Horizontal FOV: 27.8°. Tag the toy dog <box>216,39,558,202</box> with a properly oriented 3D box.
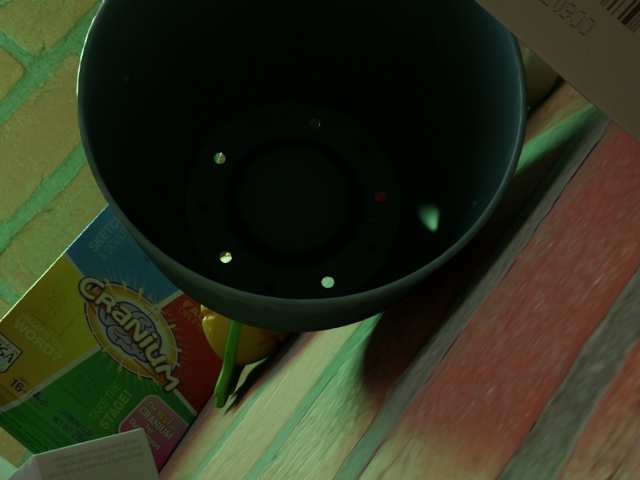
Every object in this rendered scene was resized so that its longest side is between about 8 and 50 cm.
[{"bbox_3d":[0.075,-0.138,1.177,0.334,0.220,0.161,-34,37,36],"label":"toy dog"}]

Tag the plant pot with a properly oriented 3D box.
[{"bbox_3d":[-0.015,-0.064,0.949,0.293,0.293,0.235,-51,-9,-15],"label":"plant pot"}]

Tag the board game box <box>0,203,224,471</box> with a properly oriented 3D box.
[{"bbox_3d":[-0.238,0.126,1.493,0.064,0.242,0.316,-42,10,41],"label":"board game box"}]

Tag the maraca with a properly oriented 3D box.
[{"bbox_3d":[-0.075,0.080,1.318,0.127,0.099,0.185,-42,-31,-73],"label":"maraca"}]

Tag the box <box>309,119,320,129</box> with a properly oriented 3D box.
[{"bbox_3d":[0.061,-0.129,1.404,0.225,0.136,0.036,-51,6,-7],"label":"box"}]

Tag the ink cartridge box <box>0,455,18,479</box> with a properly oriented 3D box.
[{"bbox_3d":[-0.473,0.418,1.587,0.270,0.197,0.198,-47,6,24],"label":"ink cartridge box"}]

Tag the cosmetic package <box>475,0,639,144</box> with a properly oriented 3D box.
[{"bbox_3d":[0.168,-0.212,0.792,0.156,0.217,0.385,-48,8,21],"label":"cosmetic package"}]

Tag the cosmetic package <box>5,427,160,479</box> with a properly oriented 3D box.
[{"bbox_3d":[-0.248,0.260,1.266,0.117,0.085,0.231,-9,-19,-33],"label":"cosmetic package"}]

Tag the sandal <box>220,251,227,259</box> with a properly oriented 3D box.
[{"bbox_3d":[-0.070,0.000,1.809,0.302,0.086,0.120,-52,-29,-33],"label":"sandal"}]

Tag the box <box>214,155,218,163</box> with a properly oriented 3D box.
[{"bbox_3d":[-0.150,-0.030,1.884,0.262,0.127,0.231,-59,-19,-25],"label":"box"}]
